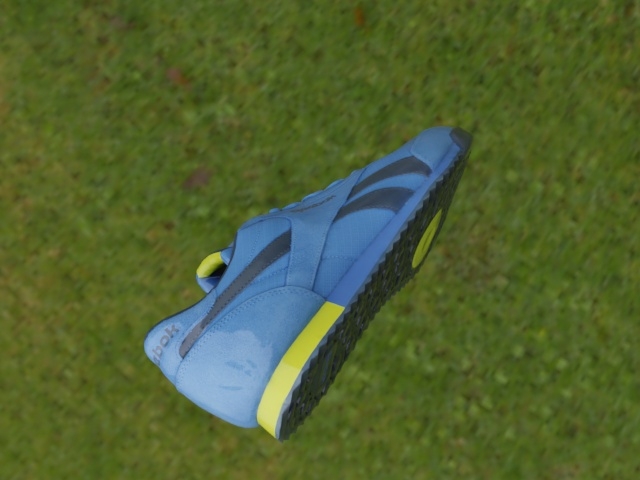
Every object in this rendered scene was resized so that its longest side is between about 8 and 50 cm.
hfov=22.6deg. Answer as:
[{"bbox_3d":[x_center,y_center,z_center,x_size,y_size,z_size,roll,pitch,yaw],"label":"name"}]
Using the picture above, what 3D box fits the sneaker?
[{"bbox_3d":[0.000,0.000,0.721,0.082,0.209,0.069,27,137,16],"label":"sneaker"}]
